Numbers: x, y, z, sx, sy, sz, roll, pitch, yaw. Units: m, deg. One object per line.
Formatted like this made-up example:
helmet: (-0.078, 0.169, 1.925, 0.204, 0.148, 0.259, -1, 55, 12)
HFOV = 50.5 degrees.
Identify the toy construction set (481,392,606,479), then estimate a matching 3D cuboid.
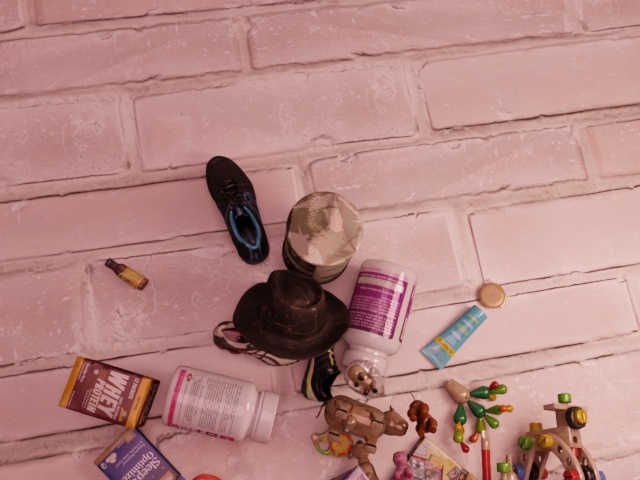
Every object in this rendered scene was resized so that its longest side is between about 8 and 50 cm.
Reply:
toy construction set: (0.584, 0.530, 1.810, 0.309, 0.257, 0.237, 0, 75, -1)

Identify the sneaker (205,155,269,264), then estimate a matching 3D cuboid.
sneaker: (-0.231, -0.103, 1.937, 0.125, 0.139, 0.340, -25, 79, -9)

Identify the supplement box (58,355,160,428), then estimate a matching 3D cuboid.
supplement box: (-0.540, 0.396, 1.763, 0.194, 0.191, 0.129, 18, 76, -2)

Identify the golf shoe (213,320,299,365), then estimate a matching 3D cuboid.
golf shoe: (-0.161, 0.283, 1.863, 0.273, 0.120, 0.105, 9, 75, -4)

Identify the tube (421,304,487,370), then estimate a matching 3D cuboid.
tube: (0.390, 0.274, 1.955, 0.207, 0.052, 0.080, -44, 74, -7)

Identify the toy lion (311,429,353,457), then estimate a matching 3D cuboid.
toy lion: (0.037, 0.555, 1.863, 0.100, 0.034, 0.096, -28, 88, -12)

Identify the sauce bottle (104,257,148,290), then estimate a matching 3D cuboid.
sauce bottle: (-0.548, 0.093, 1.912, 0.128, 0.042, 0.042, 31, 76, 5)

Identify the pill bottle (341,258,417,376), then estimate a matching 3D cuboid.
pill bottle: (0.155, 0.217, 1.881, 0.169, 0.169, 0.301, 18, 75, -1)

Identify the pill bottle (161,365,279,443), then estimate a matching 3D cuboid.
pill bottle: (-0.261, 0.439, 1.794, 0.283, 0.160, 0.160, 14, 76, -2)

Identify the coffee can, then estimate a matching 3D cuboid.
coffee can: (0.000, 0.000, 1.863, 0.202, 0.275, 0.201, 1, 76, -5)

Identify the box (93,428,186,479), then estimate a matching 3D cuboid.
box: (-0.471, 0.617, 1.798, 0.225, 0.036, 0.136, 44, 77, 4)

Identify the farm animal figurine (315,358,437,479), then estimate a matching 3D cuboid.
farm animal figurine: (0.140, 0.511, 1.791, 0.327, 0.172, 0.330, 34, 100, -1)

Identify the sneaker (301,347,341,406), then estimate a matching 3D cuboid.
sneaker: (0.023, 0.338, 1.870, 0.097, 0.084, 0.234, 8, 84, 35)

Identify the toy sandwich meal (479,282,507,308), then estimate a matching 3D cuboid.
toy sandwich meal: (0.507, 0.164, 1.999, 0.086, 0.029, 0.085, 0, 77, 0)

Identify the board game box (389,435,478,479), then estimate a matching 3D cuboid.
board game box: (0.329, 0.677, 1.852, 0.243, 0.042, 0.165, 40, 76, 4)

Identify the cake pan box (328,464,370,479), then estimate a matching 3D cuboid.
cake pan box: (0.082, 0.725, 1.721, 0.245, 0.267, 0.070, 52, 35, 4)

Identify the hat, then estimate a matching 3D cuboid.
hat: (-0.081, 0.161, 1.798, 0.331, 0.134, 0.331, 0, 35, 0)

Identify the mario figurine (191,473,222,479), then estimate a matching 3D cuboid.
mario figurine: (-0.294, 0.757, 1.707, 0.198, 0.170, 0.320, 3, 83, -40)

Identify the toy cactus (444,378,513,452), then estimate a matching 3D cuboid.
toy cactus: (0.422, 0.462, 1.891, 0.180, 0.112, 0.219, 42, 85, 15)
